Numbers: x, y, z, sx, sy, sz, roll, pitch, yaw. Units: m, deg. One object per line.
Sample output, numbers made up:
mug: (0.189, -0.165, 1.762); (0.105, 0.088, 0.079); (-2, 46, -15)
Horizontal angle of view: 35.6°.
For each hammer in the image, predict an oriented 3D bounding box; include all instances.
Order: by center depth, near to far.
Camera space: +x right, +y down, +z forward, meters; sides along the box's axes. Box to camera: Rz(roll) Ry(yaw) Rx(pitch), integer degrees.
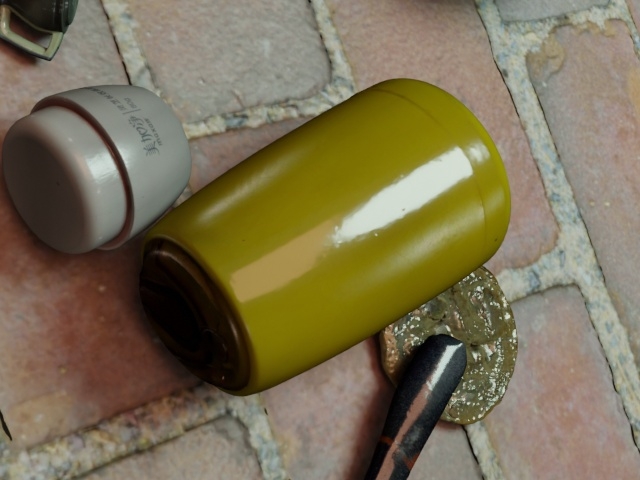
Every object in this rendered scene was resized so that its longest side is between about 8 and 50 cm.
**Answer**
hammer: (0.052, 0.202, 0.802); (0.137, 0.037, 0.289); (38, 66, -17)

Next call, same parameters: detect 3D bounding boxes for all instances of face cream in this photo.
face cream: (-0.160, -0.053, 0.718); (0.104, 0.117, 0.117); (-31, 93, -42)

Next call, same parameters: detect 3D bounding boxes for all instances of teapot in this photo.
teapot: (-0.217, -0.184, 0.763); (0.057, 0.066, 0.087); (11, 92, -8)

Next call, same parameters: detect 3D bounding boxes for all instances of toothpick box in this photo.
toothpick box: (0.000, 0.000, 0.766); (0.271, 0.175, 0.175); (-31, 93, -30)

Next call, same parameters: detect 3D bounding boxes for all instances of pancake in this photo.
pancake: (0.116, 0.087, 0.895); (0.158, 0.028, 0.158); (8, 74, -30)
